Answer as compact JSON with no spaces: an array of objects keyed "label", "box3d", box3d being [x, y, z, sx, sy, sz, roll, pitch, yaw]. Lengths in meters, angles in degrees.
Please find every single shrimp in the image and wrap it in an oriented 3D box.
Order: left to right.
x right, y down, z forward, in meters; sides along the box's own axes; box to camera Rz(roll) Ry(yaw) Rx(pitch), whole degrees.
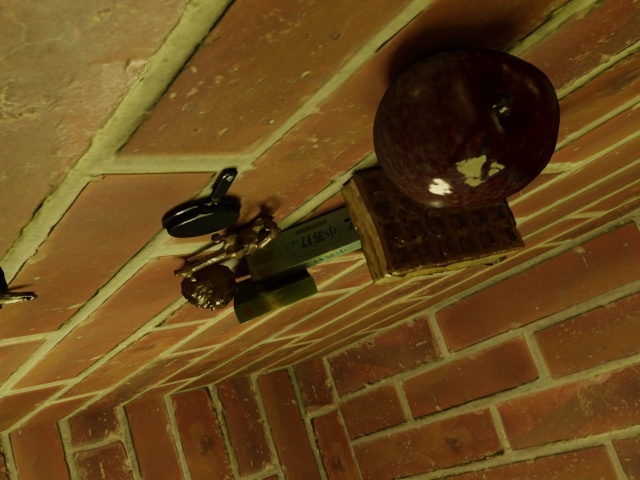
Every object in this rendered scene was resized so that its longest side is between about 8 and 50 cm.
[{"label":"shrimp","box3d":[-0.568,0.109,1.292,0.114,0.023,0.083,-7,165,-21]}]

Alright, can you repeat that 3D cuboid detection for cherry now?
[{"label":"cherry","box3d":[0.182,-0.142,0.950,0.230,0.202,0.300,-14,179,-22]}]

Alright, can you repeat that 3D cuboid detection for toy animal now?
[{"label":"toy animal","box3d":[-0.172,0.014,1.356,0.149,0.054,0.275,-20,176,-36]}]

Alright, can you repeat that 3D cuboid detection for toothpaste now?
[{"label":"toothpaste","box3d":[0.000,0.000,1.460,0.313,0.089,0.071,-21,160,13]}]

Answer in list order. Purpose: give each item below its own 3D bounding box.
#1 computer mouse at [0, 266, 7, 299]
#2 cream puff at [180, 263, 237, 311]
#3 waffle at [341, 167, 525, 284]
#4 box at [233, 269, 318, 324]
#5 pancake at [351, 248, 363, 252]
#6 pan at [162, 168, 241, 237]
[{"label":"computer mouse","box3d":[-0.590,0.083,1.012,0.269,0.100,0.170,-27,169,11]},{"label":"cream puff","box3d":[-0.232,0.101,1.498,0.116,0.094,0.122,-15,128,30]},{"label":"waffle","box3d":[0.207,-0.041,1.318,0.308,0.212,0.091,-10,160,-26]},{"label":"box","box3d":[-0.106,0.104,1.573,0.173,0.043,0.311,-21,-173,-4]},{"label":"pancake","box3d":[0.175,-0.032,1.642,0.283,0.048,0.282,-14,164,-4]},{"label":"pan","box3d":[-0.177,-0.052,1.164,0.136,0.028,0.235,-11,164,-28]}]
